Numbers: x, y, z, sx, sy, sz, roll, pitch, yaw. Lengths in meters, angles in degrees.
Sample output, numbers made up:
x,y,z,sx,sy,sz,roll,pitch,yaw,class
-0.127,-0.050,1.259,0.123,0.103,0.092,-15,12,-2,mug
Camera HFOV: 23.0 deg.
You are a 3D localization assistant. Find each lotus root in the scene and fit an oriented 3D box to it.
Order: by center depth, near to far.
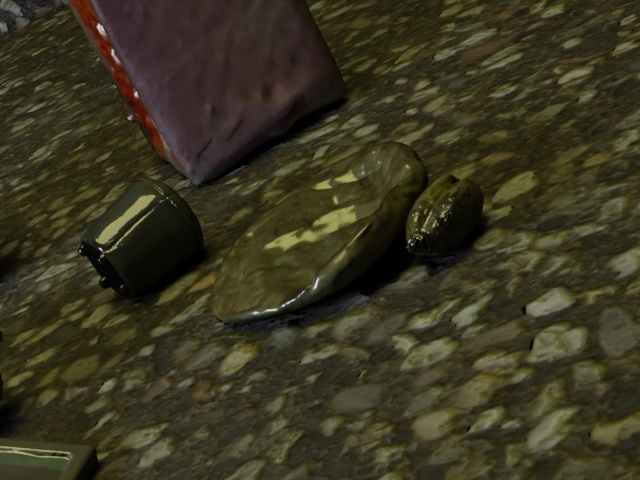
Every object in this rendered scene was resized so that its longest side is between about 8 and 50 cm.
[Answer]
x,y,z,sx,sy,sz,roll,pitch,yaw,class
0.100,-0.017,1.313,0.054,0.049,0.099,14,43,27,lotus root

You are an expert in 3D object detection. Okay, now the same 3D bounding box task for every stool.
x,y,z,sx,sy,sz,roll,pitch,yaw,class
-0.179,-0.001,1.567,0.110,0.096,0.096,-42,24,-18,stool

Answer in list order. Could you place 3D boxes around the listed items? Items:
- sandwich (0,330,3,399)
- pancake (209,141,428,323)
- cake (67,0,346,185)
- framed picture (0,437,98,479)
x,y,z,sx,sy,sz,roll,pitch,yaw,class
-0.456,0.149,1.459,0.250,0.162,0.301,11,-16,-29,sandwich
0.000,0.000,1.408,0.242,0.050,0.242,-33,18,12,pancake
-0.145,-0.255,1.829,0.230,0.309,0.237,-30,18,-13,cake
-0.329,0.211,1.221,0.265,0.018,0.192,3,31,14,framed picture
